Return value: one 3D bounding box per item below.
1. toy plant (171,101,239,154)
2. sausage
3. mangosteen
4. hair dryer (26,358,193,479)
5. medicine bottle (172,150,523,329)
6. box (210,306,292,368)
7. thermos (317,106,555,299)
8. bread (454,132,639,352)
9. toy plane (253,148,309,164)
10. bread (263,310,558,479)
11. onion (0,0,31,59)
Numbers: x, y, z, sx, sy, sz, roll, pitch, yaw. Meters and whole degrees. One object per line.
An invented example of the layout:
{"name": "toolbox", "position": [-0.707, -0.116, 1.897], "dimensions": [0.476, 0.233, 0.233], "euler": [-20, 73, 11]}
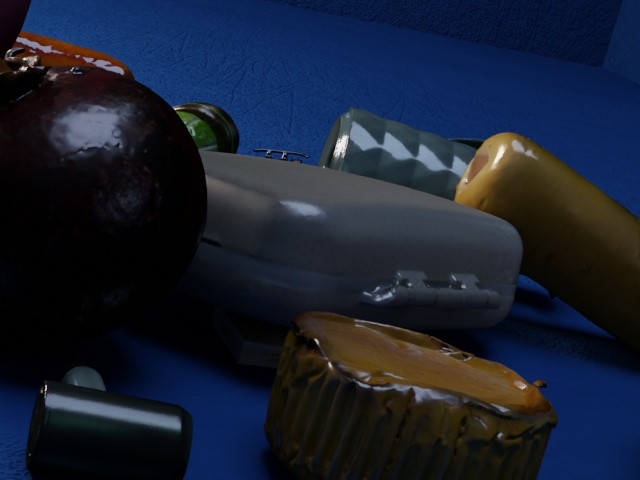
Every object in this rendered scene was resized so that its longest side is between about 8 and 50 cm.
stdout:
{"name": "toy plant", "position": [-0.148, -0.104, 1.797], "dimensions": [0.093, 0.093, 0.162], "euler": [18, 15, 11]}
{"name": "sausage", "position": [-0.376, -0.220, 2.033], "dimensions": [0.302, 0.076, 0.103], "euler": [11, 23, -10]}
{"name": "mangosteen", "position": [-0.209, -0.056, 1.195], "dimensions": [0.235, 0.261, 0.235], "euler": [-21, 24, 10]}
{"name": "hair dryer", "position": [-0.150, 0.109, 1.099], "dimensions": [0.100, 0.057, 0.198], "euler": [13, 9, -17]}
{"name": "medicine bottle", "position": [0.000, 0.000, 1.430], "dimensions": [0.282, 0.123, 0.375], "euler": [15, 7, 35]}
{"name": "box", "position": [-0.001, 0.087, 1.365], "dimensions": [0.167, 0.024, 0.090], "euler": [9, 15, -21]}
{"name": "thermos", "position": [0.138, -0.041, 1.719], "dimensions": [0.286, 0.145, 0.182], "euler": [17, 47, -8]}
{"name": "bread", "position": [0.262, 0.017, 1.588], "dimensions": [0.305, 0.091, 0.142], "euler": [34, -31, -8]}
{"name": "toy plane", "position": [-0.019, -0.063, 1.840], "dimensions": [0.197, 0.053, 0.078], "euler": [7, 19, -3]}
{"name": "bread", "position": [0.058, 0.127, 1.127], "dimensions": [0.199, 0.104, 0.199], "euler": [17, 10, -3]}
{"name": "onion", "position": [-0.437, -0.190, 1.492], "dimensions": [0.358, 0.345, 0.358], "euler": [1, 4, 0]}
